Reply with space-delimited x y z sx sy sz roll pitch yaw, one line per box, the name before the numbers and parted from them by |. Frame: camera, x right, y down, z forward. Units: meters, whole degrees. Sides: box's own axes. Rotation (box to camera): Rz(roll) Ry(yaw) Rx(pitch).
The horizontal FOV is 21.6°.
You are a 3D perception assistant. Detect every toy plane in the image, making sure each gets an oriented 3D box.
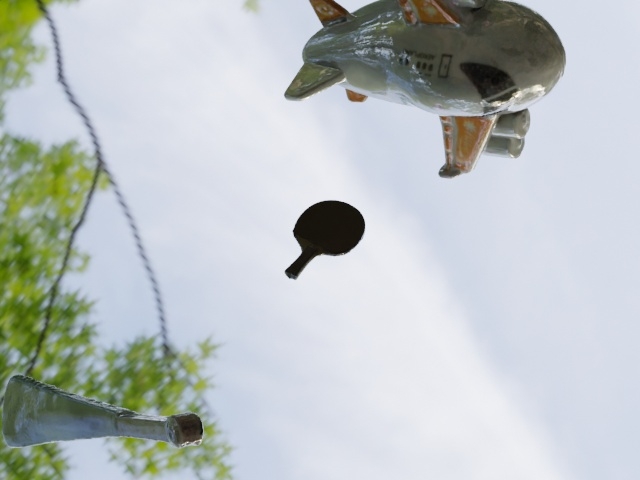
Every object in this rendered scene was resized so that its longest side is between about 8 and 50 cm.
toy plane | 0.089 -0.151 1.415 0.245 0.245 0.117 39 -125 -7

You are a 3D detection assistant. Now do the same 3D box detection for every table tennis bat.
table tennis bat | 0.000 0.000 1.236 0.050 0.007 0.083 27 -127 18

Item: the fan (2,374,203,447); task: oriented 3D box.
fan | -0.161 0.131 1.185 0.023 0.282 0.057 7 -94 -34
